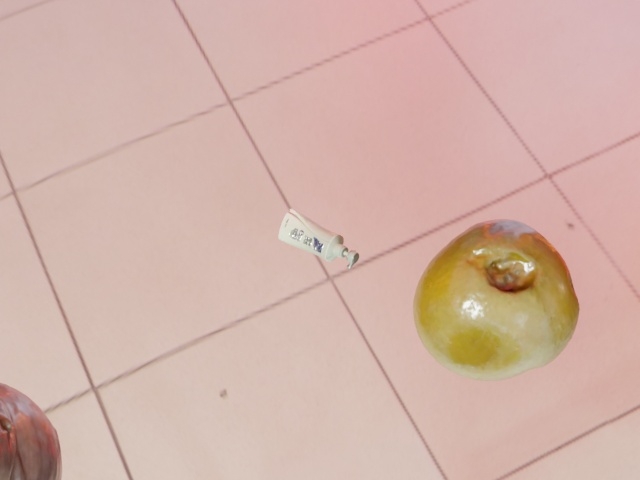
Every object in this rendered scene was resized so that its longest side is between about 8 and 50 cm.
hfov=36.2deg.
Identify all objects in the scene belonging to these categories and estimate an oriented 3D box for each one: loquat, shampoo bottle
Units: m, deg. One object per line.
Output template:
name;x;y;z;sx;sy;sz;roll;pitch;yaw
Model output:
loquat;0.224;0.084;1.253;0.213;0.213;0.213;-2;60;3
shampoo bottle;0.000;0.000;1.380;0.141;0.034;0.049;25;82;37

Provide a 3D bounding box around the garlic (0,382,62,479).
garlic;-0.190;0.120;0.428;0.147;0.159;0.102;-47;54;28
